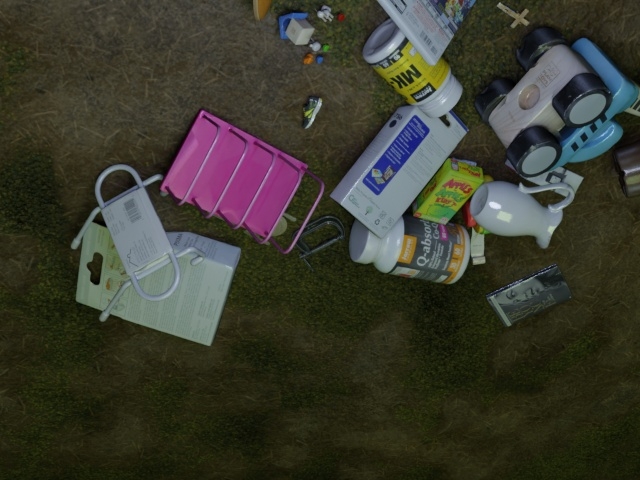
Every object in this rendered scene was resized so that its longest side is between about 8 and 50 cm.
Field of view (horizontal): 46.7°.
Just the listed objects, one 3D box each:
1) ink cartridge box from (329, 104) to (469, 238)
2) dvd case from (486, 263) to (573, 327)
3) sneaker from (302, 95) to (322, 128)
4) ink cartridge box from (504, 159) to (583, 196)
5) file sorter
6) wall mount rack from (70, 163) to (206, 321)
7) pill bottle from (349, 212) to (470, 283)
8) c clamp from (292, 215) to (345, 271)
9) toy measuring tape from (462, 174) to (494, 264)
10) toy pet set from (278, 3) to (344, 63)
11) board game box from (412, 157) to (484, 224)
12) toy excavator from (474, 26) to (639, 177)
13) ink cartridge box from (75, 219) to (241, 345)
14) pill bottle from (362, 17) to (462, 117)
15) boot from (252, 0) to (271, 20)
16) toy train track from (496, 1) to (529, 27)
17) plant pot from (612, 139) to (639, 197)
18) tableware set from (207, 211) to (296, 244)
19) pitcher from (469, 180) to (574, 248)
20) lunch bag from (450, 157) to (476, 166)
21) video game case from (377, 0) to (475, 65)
[{"bbox_3d":[0.184,-0.179,1.712,0.332,0.065,0.165,-50,125,1],"label":"ink cartridge box"},{"bbox_3d":[0.618,0.166,2.186,0.221,0.018,0.164,-26,131,15],"label":"dvd case"},{"bbox_3d":[-0.026,-0.289,1.657,0.035,0.031,0.083,24,122,-11],"label":"sneaker"},{"bbox_3d":[0.542,-0.167,1.797,0.150,0.109,0.063,19,107,-25],"label":"ink cartridge box"},{"bbox_3d":[-0.167,-0.121,1.638,0.291,0.182,0.202,25,99,-28],"label":"file sorter"},{"bbox_3d":[-0.441,0.015,1.704,0.304,0.350,0.130,-29,161,5],"label":"wall mount rack"},{"bbox_3d":[0.225,0.013,1.884,0.279,0.162,0.162,10,130,-18],"label":"pill bottle"},{"bbox_3d":[0.000,0.000,1.934,0.161,0.022,0.137,-32,124,21],"label":"c clamp"},{"bbox_3d":[0.424,-0.028,1.910,0.121,0.121,0.330,-9,133,-1],"label":"toy measuring tape"},{"bbox_3d":[-0.030,-0.430,1.518,0.114,0.065,0.122,-17,149,-44],"label":"toy pet set"},{"bbox_3d":[0.305,-0.115,1.791,0.092,0.043,0.181,14,141,-17],"label":"board game box"},{"bbox_3d":[0.638,-0.316,1.647,0.445,0.222,0.433,13,130,-38],"label":"toy excavator"},{"bbox_3d":[-0.427,0.096,1.933,0.385,0.091,0.308,19,129,-3],"label":"ink cartridge box"},{"bbox_3d":[0.197,-0.359,1.552,0.119,0.119,0.208,-38,122,24],"label":"pill bottle"},{"bbox_3d":[-0.020,-0.542,1.370,0.211,0.104,0.295,1,128,-10],"label":"boot"},{"bbox_3d":[0.405,-0.479,1.559,0.083,0.014,0.048,25,132,-21],"label":"toy train track"},{"bbox_3d":[0.814,-0.184,1.808,0.165,0.167,0.167,-17,133,17],"label":"plant pot"},{"bbox_3d":[-0.168,-0.074,1.824,0.194,0.039,0.128,29,132,-25],"label":"tableware set"},{"bbox_3d":[0.474,-0.084,1.740,0.207,0.125,0.177,17,123,-15],"label":"pitcher"},{"bbox_3d":[0.337,-0.161,1.813,0.071,0.053,0.083,8,128,-8],"label":"lunch bag"},{"bbox_3d":[0.209,-0.478,1.447,0.201,0.023,0.183,41,76,-35],"label":"video game case"}]
